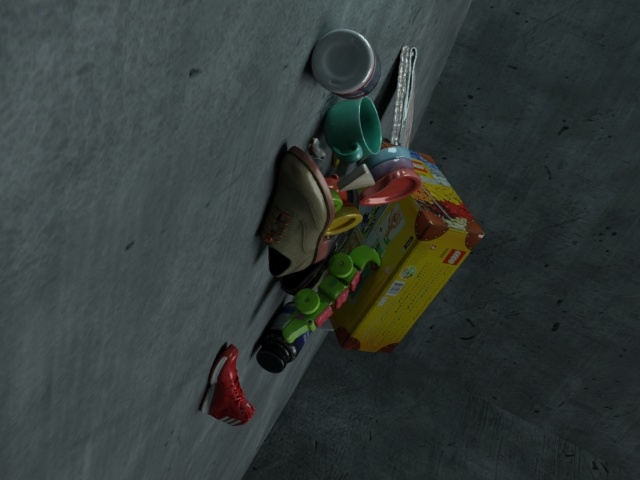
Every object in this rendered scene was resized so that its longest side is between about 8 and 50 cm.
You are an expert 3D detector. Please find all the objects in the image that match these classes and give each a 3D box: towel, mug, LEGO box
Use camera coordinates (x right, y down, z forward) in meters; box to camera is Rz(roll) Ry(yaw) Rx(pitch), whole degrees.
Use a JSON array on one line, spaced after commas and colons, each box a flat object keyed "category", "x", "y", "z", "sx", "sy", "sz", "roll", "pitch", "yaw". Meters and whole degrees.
[{"category": "towel", "x": 0.268, "y": -0.412, "z": 2.026, "sx": 0.317, "sy": 0.054, "sz": 0.331, "roll": 33, "pitch": 65, "yaw": -80}, {"category": "mug", "x": 0.060, "y": -0.238, "z": 1.369, "sx": 0.158, "sy": 0.098, "sz": 0.129, "roll": -34, "pitch": 114, "yaw": -62}, {"category": "LEGO box", "x": 0.194, "y": 0.029, "z": 1.869, "sx": 0.500, "sy": 0.193, "sz": 0.372, "roll": -58, "pitch": -144, "yaw": 31}]

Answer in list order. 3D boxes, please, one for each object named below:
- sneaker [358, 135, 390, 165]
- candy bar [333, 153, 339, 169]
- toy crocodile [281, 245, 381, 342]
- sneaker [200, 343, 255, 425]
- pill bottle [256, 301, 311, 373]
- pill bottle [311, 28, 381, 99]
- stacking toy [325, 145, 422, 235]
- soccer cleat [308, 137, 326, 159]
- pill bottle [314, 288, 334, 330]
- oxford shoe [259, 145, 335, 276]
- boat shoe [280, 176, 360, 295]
[{"category": "sneaker", "x": 0.173, "y": -0.282, "z": 2.096, "sx": 0.094, "sy": 0.090, "sz": 0.235, "roll": -53, "pitch": 168, "yaw": -12}, {"category": "candy bar", "x": 0.046, "y": -0.236, "z": 1.646, "sx": 0.161, "sy": 0.018, "sz": 0.040, "roll": 93, "pitch": 21, "yaw": -69}, {"category": "toy crocodile", "x": 0.025, "y": 0.142, "z": 1.679, "sx": 0.340, "sy": 0.105, "sz": 0.115, "roll": -46, "pitch": 160, "yaw": -18}, {"category": "sneaker", "x": -0.201, "y": 0.354, "z": 1.519, "sx": 0.087, "sy": 0.128, "sz": 0.221, "roll": -52, "pitch": 166, "yaw": -55}, {"category": "pill bottle", "x": -0.109, "y": 0.301, "z": 1.961, "sx": 0.219, "sy": 0.123, "sz": 0.122, "roll": -56, "pitch": 168, "yaw": -46}, {"category": "pill bottle", "x": 0.054, "y": -0.311, "z": 1.142, "sx": 0.107, "sy": 0.108, "sz": 0.180, "roll": -66, "pitch": 171, "yaw": 12}, {"category": "stacking toy", "x": 0.058, "y": -0.139, "z": 1.481, "sx": 0.309, "sy": 0.130, "sz": 0.280, "roll": -29, "pitch": 160, "yaw": 29}, {"category": "soccer cleat", "x": -0.005, "y": -0.198, "z": 1.376, "sx": 0.029, "sy": 0.036, "sz": 0.083, "roll": -62, "pitch": 172, "yaw": -13}, {"category": "pill bottle", "x": 0.075, "y": 0.162, "z": 2.337, "sx": 0.224, "sy": 0.224, "sz": 0.392, "roll": -67, "pitch": 172, "yaw": 19}, {"category": "oxford shoe", "x": -0.056, "y": -0.038, "z": 1.278, "sx": 0.130, "sy": 0.123, "sz": 0.348, "roll": -35, "pitch": 148, "yaw": -23}, {"category": "boat shoe", "x": 0.000, "y": 0.000, "z": 1.689, "sx": 0.355, "sy": 0.132, "sz": 0.130, "roll": -66, "pitch": 170, "yaw": 11}]
